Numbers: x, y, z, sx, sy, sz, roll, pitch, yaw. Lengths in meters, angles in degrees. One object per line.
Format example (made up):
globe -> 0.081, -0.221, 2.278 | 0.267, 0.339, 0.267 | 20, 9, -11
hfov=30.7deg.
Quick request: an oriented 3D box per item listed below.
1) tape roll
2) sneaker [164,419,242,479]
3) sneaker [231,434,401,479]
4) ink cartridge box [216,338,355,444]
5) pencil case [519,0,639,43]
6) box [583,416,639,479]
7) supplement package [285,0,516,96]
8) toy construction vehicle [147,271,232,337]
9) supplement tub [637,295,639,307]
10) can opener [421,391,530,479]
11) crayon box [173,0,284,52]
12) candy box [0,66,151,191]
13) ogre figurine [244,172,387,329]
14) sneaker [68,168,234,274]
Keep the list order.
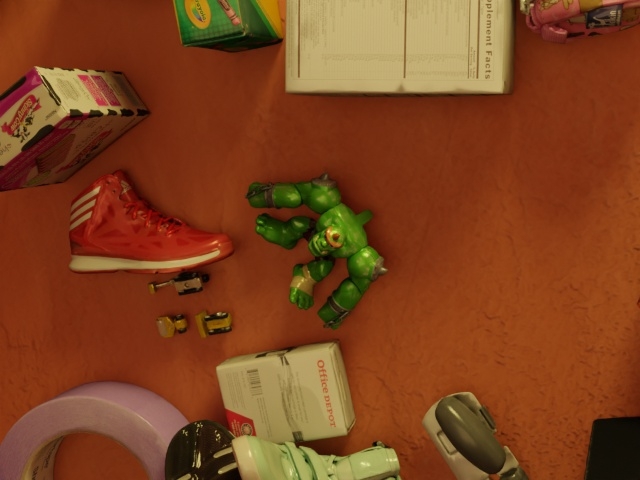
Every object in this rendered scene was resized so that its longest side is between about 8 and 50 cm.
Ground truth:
tape roll -> -0.282, 0.324, 1.503 | 0.274, 0.090, 0.275 | 2, 98, 14
sneaker -> -0.105, 0.365, 1.407 | 0.106, 0.162, 0.281 | -21, 59, -11
sneaker -> 0.005, 0.263, 1.366 | 0.151, 0.256, 0.094 | -30, 53, 11
ink cartridge box -> -0.040, 0.190, 1.440 | 0.150, 0.063, 0.109 | -11, 94, 14
pencil case -> 0.264, -0.410, 1.245 | 0.160, 0.167, 0.386 | -11, 94, 45
box -> 0.420, 0.454, 1.144 | 0.297, 0.480, 0.472 | -6, 95, 16
supplement package -> 0.094, -0.231, 1.318 | 0.244, 0.134, 0.139 | 3, 97, 14
toy construction vehicle -> -0.164, 0.081, 1.476 | 0.098, 0.035, 0.086 | -13, 105, 18
supplement tub -> 0.428, 0.004, 1.274 | 0.117, 0.117, 0.190 | 25, 102, 10
can opener -> 0.214, 0.309, 1.375 | 0.076, 0.095, 0.283 | -33, 88, 16
crayon box -> -0.123, -0.361, 1.339 | 0.081, 0.165, 0.278 | -9, 95, 14
candy box -> -0.320, -0.130, 1.381 | 0.159, 0.233, 0.071 | -36, 88, 16
ogre figurine -> 0.000, 0.000, 1.396 | 0.118, 0.097, 0.197 | -30, 73, 33
sneaker -> -0.219, -0.026, 1.447 | 0.221, 0.087, 0.128 | -4, 97, 13
